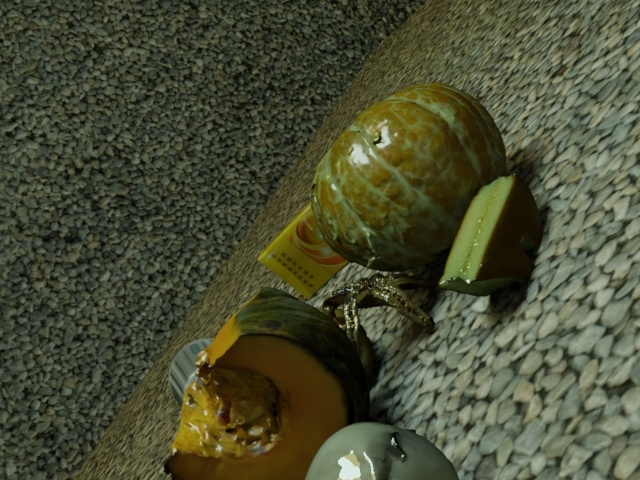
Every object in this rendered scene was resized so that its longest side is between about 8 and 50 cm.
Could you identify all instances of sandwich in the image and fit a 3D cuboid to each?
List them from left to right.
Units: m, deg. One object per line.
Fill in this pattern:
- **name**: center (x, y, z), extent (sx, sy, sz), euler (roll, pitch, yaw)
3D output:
- **sandwich**: center (0.238, 0.007, 1.241), extent (0.090, 0.088, 0.244), euler (-29, 20, 41)

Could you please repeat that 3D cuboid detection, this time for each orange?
- **orange**: center (0.142, -0.094, 1.458), extent (0.329, 0.249, 0.329), euler (-37, -7, -5)

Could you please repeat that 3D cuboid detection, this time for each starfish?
- **starfish**: center (0.102, 0.095, 1.373), extent (0.190, 0.074, 0.146), euler (-19, 21, -23)

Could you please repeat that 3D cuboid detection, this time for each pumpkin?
- **pumpkin**: center (-0.063, 0.233, 1.260), extent (0.303, 0.256, 0.225), euler (-55, 14, 15)

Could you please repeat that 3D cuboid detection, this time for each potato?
- **potato**: center (0.020, 0.175, 1.460), extent (0.137, 0.137, 0.176), euler (-51, 9, 1)

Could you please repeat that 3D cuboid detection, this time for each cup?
- **cup**: center (-0.209, 0.281, 1.920), extent (0.221, 0.167, 0.202), euler (-54, 15, -5)

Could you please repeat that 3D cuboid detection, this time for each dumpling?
- **dumpling**: center (0.057, 0.300, 0.940), extent (0.175, 0.243, 0.226), euler (24, 94, 39)

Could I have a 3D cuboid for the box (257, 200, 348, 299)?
- **box**: center (0.000, 0.000, 2.000), extent (0.269, 0.152, 0.043), euler (-44, 14, 31)
